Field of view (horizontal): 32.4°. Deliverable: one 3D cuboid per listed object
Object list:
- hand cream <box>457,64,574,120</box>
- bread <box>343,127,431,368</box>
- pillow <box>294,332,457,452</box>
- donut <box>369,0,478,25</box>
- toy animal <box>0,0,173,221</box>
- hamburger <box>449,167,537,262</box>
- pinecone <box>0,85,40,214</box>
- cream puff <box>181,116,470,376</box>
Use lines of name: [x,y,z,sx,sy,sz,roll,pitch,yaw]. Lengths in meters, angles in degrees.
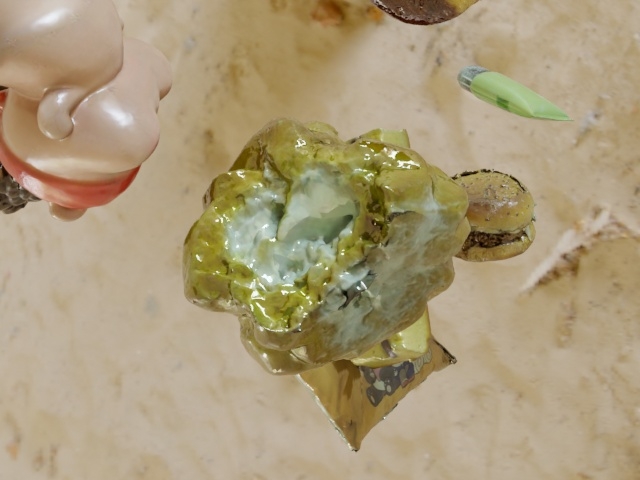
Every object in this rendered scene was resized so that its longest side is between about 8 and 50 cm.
hand cream: [0.274,-0.208,1.597,0.175,0.095,0.046,38,116,38]
bread: [0.088,0.015,1.715,0.138,0.077,0.361,-15,78,48]
pillow: [0.051,0.159,1.866,0.312,0.310,0.119,51,141,7]
donut: [0.102,-0.305,1.142,0.166,0.073,0.184,-18,116,25]
toy animal: [-0.208,-0.123,0.911,0.171,0.198,0.171,-10,43,10]
hamburger: [0.264,-0.048,1.756,0.177,0.185,0.113,-141,38,-61]
pinecone: [-0.422,-0.166,1.464,0.309,0.244,0.244,36,111,9]
cream puff: [0.008,-0.003,1.334,0.323,0.274,0.270,-42,53,5]
